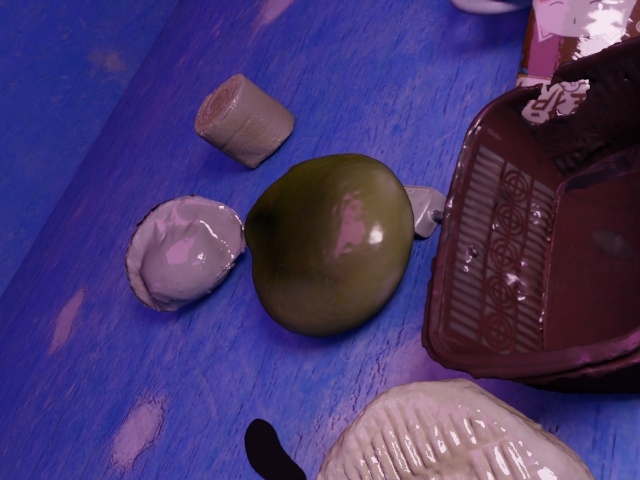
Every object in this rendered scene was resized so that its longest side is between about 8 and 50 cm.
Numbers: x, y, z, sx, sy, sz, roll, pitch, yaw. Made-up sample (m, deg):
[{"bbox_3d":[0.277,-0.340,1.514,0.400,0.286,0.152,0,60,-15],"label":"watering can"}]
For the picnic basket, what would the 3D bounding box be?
[{"bbox_3d":[0.216,-0.002,0.514,0.223,0.129,0.296,-17,46,46],"label":"picnic basket"}]

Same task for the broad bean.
[{"bbox_3d":[0.000,0.000,0.783,0.291,0.119,0.237,18,84,54],"label":"broad bean"}]

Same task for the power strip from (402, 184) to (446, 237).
[{"bbox_3d":[0.082,-0.044,0.823,0.253,0.027,0.060,13,70,56],"label":"power strip"}]

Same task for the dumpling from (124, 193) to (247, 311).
[{"bbox_3d":[-0.235,0.015,1.055,0.247,0.172,0.142,-35,5,17],"label":"dumpling"}]

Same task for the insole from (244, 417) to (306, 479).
[{"bbox_3d":[-0.057,0.257,0.734,0.053,0.002,0.153,-57,32,-7],"label":"insole"}]

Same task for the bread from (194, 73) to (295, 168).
[{"bbox_3d":[-0.146,-0.224,1.193,0.148,0.141,0.133,-19,49,44],"label":"bread"}]

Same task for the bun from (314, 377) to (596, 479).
[{"bbox_3d":[0.103,0.210,0.444,0.221,0.134,0.220,-2,86,35],"label":"bun"}]

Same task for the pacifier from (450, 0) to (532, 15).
[{"bbox_3d":[0.250,-0.415,0.776,0.239,0.225,0.287,-27,35,13],"label":"pacifier"}]

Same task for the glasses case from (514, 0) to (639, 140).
[{"bbox_3d":[0.283,-0.252,0.632,0.122,0.082,0.320,12,86,19],"label":"glasses case"}]
